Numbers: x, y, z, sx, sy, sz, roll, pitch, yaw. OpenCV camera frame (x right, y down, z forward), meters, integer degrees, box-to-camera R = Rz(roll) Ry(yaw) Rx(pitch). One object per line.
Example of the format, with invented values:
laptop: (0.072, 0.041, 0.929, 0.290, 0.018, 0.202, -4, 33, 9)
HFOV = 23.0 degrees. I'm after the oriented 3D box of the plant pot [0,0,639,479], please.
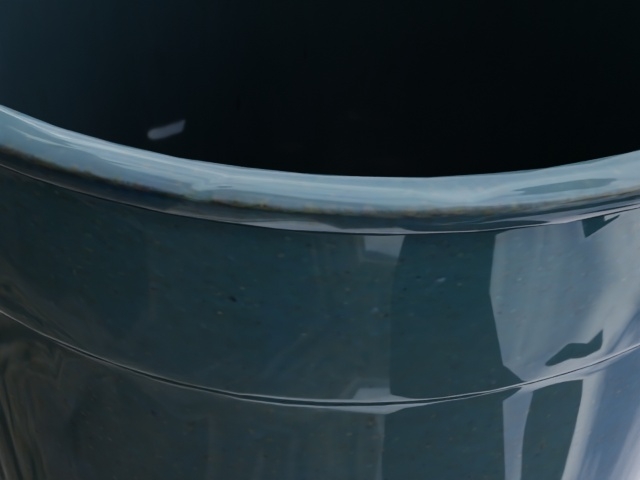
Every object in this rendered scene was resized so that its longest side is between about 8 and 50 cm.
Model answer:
plant pot: (0.000, 0.000, 0.569, 0.341, 0.341, 0.334, 45, -33, 36)
